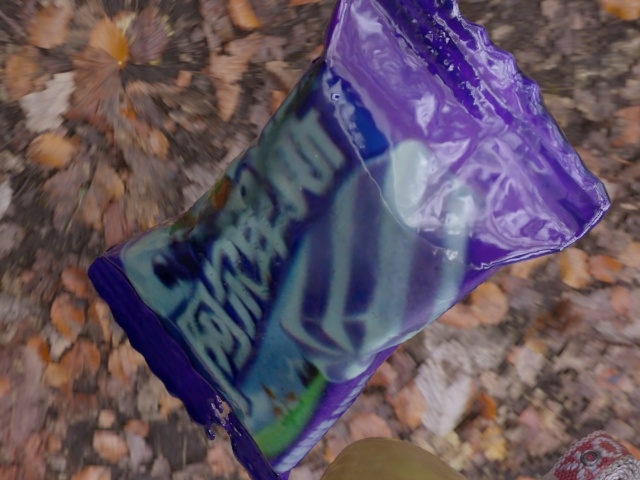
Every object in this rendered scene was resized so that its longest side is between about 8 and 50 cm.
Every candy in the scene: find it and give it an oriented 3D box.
[{"bbox_3d":[0.000,0.000,0.714,0.145,0.070,0.275,52,128,7],"label":"candy"}]

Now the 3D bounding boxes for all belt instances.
[{"bbox_3d":[0.169,0.240,1.356,0.232,0.053,0.071,-29,136,-18],"label":"belt"}]

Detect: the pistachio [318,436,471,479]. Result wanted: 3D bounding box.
[{"bbox_3d":[0.074,0.253,1.180,0.182,0.293,0.162,-7,123,-23],"label":"pistachio"}]
